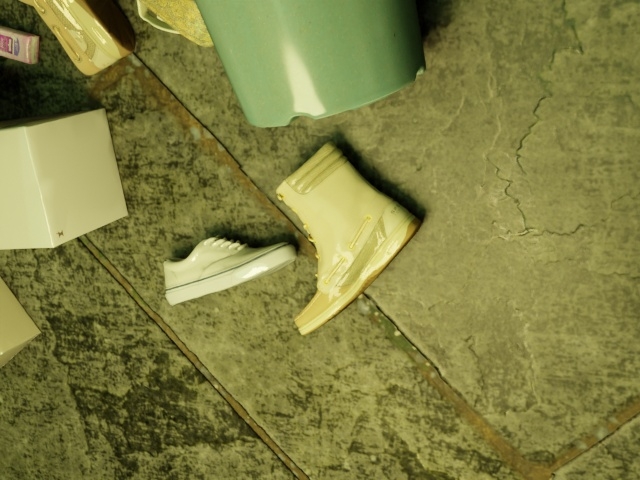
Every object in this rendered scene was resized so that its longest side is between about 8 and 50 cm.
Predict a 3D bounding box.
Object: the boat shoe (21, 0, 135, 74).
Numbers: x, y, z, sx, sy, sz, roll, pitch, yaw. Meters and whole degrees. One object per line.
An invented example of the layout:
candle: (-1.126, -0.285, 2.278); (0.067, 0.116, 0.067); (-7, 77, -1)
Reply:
boat shoe: (-0.433, -0.407, 1.322); (0.110, 0.122, 0.341); (-26, 115, 21)

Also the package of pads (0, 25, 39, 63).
package of pads: (-0.530, -0.341, 1.495); (0.083, 0.032, 0.050); (19, 111, 19)

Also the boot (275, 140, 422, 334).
boot: (0.000, 0.000, 1.314); (0.203, 0.095, 0.262); (44, 114, 5)

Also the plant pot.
plant pot: (-0.024, -0.343, 1.100); (0.341, 0.341, 0.334); (-8, 112, 28)

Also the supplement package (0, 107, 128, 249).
supplement package: (-0.510, -0.105, 1.469); (0.262, 0.198, 0.199); (-2, 106, 27)

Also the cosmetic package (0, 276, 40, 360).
cosmetic package: (-0.718, 0.113, 1.695); (0.160, 0.113, 0.309); (-38, 87, 30)

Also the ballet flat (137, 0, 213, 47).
ballet flat: (-0.281, -0.405, 1.313); (0.348, 0.123, 0.123); (33, 118, 12)

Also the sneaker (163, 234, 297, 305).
sneaker: (-0.161, 0.034, 1.410); (0.258, 0.094, 0.091); (-18, 88, 24)

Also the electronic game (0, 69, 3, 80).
electronic game: (-0.657, -0.242, 1.481); (0.229, 0.229, 0.048); (-7, 123, 28)
